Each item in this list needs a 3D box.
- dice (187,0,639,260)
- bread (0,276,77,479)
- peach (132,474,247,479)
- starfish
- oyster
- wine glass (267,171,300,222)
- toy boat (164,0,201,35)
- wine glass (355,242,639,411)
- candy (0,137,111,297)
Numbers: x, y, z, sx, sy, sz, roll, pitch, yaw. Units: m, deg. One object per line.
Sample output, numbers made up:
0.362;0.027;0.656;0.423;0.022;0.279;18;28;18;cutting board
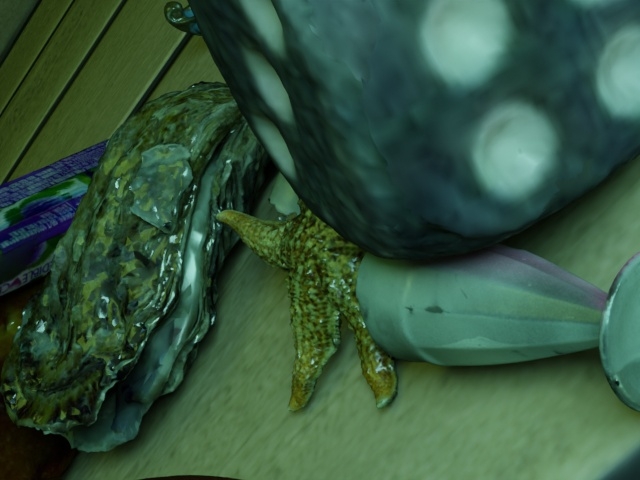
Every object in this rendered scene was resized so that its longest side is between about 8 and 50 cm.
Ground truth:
0.049;-0.112;0.417;0.181;0.182;0.183;-33;26;-10;dice
-0.307;0.130;0.797;0.135;0.232;0.247;-10;50;44;bread
-0.054;0.212;0.305;0.252;0.252;0.252;-39;36;35;peach
0.000;0.000;0.551;0.175;0.053;0.208;5;77;41;starfish
-0.127;0.007;0.718;0.162;0.158;0.351;30;82;20;oyster
0.045;-0.118;0.606;0.262;0.074;0.074;-60;28;6;wine glass
-0.088;-0.286;0.955;0.185;0.077;0.075;-43;34;30;toy boat
0.089;0.028;0.402;0.155;0.073;0.073;2;67;57;wine glass
-0.244;-0.014;0.777;0.088;0.312;0.061;27;128;27;candy
